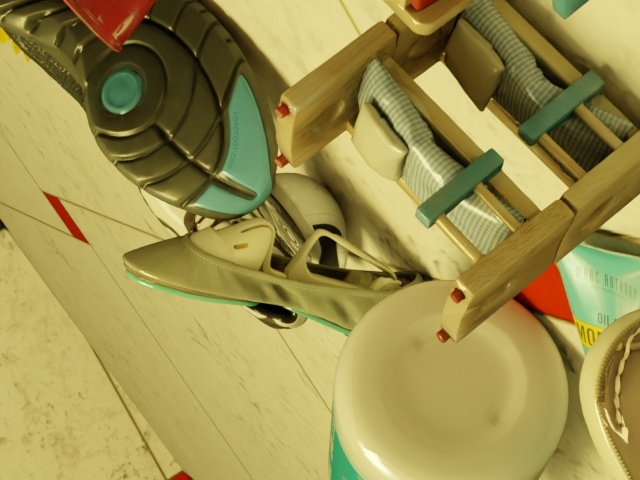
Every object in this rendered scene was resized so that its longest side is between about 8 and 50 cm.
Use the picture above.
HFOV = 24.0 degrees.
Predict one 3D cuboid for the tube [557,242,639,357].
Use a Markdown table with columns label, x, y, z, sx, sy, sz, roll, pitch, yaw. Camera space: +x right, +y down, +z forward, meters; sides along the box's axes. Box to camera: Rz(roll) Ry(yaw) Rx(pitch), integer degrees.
| label | x | y | z | sx | sy | sz | roll | pitch | yaw |
| --- | --- | --- | --- | --- | --- | --- | --- | --- | --- |
| tube | 0.179 | 0.084 | 0.828 | 0.080 | 0.052 | 0.207 | 15 | 136 | 47 |

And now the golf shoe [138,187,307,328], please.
| label | x | y | z | sx | sy | sz | roll | pitch | yaw |
| --- | --- | --- | --- | --- | --- | --- | --- | --- | --- |
| golf shoe | -0.076 | -0.005 | 1.250 | 0.198 | 0.077 | 0.094 | 44 | -176 | -7 |

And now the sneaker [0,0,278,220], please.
| label | x | y | z | sx | sy | sz | roll | pitch | yaw |
| --- | --- | --- | --- | --- | --- | --- | --- | --- | --- |
| sneaker | -0.132 | -0.133 | 1.135 | 0.341 | 0.125 | 0.139 | 47 | -177 | 29 |

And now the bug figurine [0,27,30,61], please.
| label | x | y | z | sx | sy | sz | roll | pitch | yaw |
| --- | --- | --- | --- | --- | --- | --- | --- | --- | --- |
| bug figurine | -0.306 | -0.283 | 1.315 | 0.216 | 0.072 | 0.279 | 39 | 156 | 21 |

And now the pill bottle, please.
| label | x | y | z | sx | sy | sz | roll | pitch | yaw |
| --- | --- | --- | --- | --- | --- | --- | --- | --- | --- |
| pill bottle | 0.078 | 0.139 | 1.028 | 0.146 | 0.146 | 0.264 | 47 | 163 | 17 |

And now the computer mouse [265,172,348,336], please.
| label | x | y | z | sx | sy | sz | roll | pitch | yaw |
| --- | --- | --- | --- | --- | --- | --- | --- | --- | --- |
| computer mouse | 0.000 | 0.000 | 1.144 | 0.106 | 0.042 | 0.193 | 50 | 170 | 23 |

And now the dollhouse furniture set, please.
| label | x | y | z | sx | sy | sz | roll | pitch | yaw |
| --- | --- | --- | --- | --- | --- | --- | --- | --- | --- |
| dollhouse furniture set | 0.068 | -0.066 | 0.643 | 0.129 | 0.129 | 0.184 | 47 | 163 | 16 |

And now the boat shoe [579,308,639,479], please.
| label | x | y | z | sx | sy | sz | roll | pitch | yaw |
| --- | --- | --- | --- | --- | --- | --- | --- | --- | --- |
| boat shoe | 0.243 | 0.173 | 0.717 | 0.324 | 0.116 | 0.097 | 59 | 167 | -3 |

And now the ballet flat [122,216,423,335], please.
| label | x | y | z | sx | sy | sz | roll | pitch | yaw |
| --- | --- | --- | --- | --- | --- | --- | --- | --- | --- |
| ballet flat | -0.029 | 0.018 | 1.048 | 0.213 | 0.068 | 0.072 | 16 | -166 | -14 |

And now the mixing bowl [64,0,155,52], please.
| label | x | y | z | sx | sy | sz | roll | pitch | yaw |
| --- | --- | --- | --- | --- | --- | --- | --- | --- | --- |
| mixing bowl | -0.143 | -0.215 | 0.922 | 0.181 | 0.098 | 0.181 | 53 | -177 | -5 |
